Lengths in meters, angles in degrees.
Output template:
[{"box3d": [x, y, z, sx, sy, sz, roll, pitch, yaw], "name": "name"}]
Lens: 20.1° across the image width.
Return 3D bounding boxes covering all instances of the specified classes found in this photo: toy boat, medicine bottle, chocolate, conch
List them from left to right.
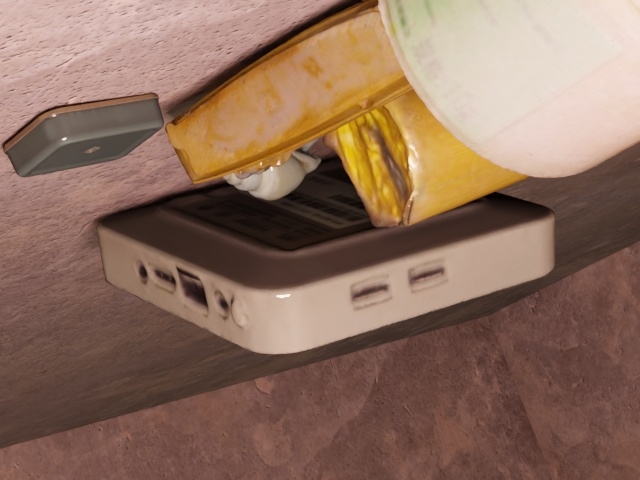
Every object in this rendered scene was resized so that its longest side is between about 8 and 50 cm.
[{"box3d": [-0.050, -0.087, 1.814, 0.065, 0.088, 0.180, 24, -156, 29], "name": "conch"}, {"box3d": [0.003, -0.136, 1.535, 0.310, 0.089, 0.115, -28, -174, 31], "name": "toy boat"}, {"box3d": [0.227, -0.156, 1.776, 0.445, 0.162, 0.162, -21, 171, -22], "name": "chocolate"}, {"box3d": [0.242, -0.216, 1.147, 0.235, 0.236, 0.406, -13, 168, -38], "name": "medicine bottle"}]

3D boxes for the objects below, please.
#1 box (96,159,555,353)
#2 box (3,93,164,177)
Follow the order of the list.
[{"box3d": [0.000, 0.000, 1.856, 0.373, 0.090, 0.367, -14, -162, -32], "name": "box"}, {"box3d": [-0.199, -0.089, 1.538, 0.126, 0.031, 0.091, -13, 168, -44], "name": "box"}]
